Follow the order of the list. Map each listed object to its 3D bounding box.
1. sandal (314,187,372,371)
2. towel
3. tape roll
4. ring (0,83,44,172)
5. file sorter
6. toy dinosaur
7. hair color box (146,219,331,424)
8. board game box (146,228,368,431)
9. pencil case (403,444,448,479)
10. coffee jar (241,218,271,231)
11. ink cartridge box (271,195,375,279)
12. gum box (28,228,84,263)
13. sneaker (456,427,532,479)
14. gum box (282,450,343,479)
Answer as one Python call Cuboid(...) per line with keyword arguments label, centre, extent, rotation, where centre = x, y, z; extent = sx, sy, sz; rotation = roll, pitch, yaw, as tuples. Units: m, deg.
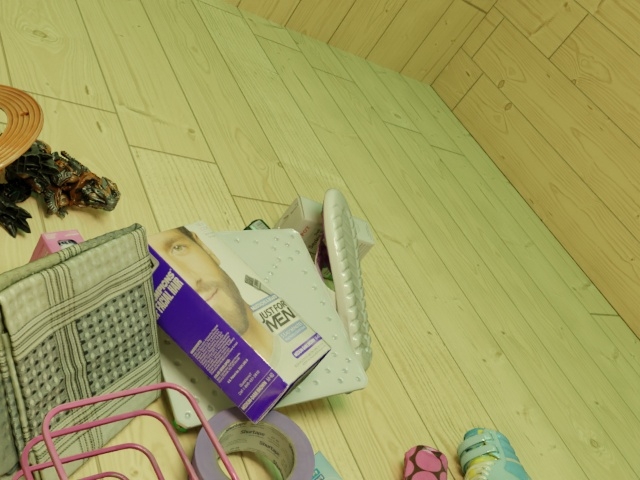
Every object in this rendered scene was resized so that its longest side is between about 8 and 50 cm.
Cuboid(label="sandal", centre=(0.030, 0.087, 1.455), extent=(0.169, 0.102, 0.416), rotation=(24, 56, -70))
Cuboid(label="towel", centre=(-0.335, 0.162, 0.920), extent=(0.056, 0.312, 0.324), rotation=(11, 22, 24))
Cuboid(label="tape roll", centre=(-0.109, 0.357, 1.032), extent=(0.189, 0.080, 0.189), rotation=(12, 34, -8))
Cuboid(label="ring", centre=(-0.644, -0.173, 1.122), extent=(0.336, 0.032, 0.336), rotation=(-1, 42, 1))
Cuboid(label="file sorter", centre=(-0.254, 0.326, 0.765), extent=(0.202, 0.291, 0.182), rotation=(-2, 46, -48))
Cuboid(label="toy dinosaur", centre=(-0.547, -0.123, 1.244), extent=(0.322, 0.164, 0.218), rotation=(6, 24, -10))
Cuboid(label="hair color box", centre=(-0.160, 0.125, 1.122), extent=(0.339, 0.110, 0.185), rotation=(42, 23, 10))
Cuboid(label="board game box", centre=(-0.146, 0.149, 1.261), extent=(0.390, 0.050, 0.390), rotation=(-3, 54, -35))
Cuboid(label="pencil case", centre=(0.184, 0.478, 1.232), extent=(0.098, 0.095, 0.209), rotation=(23, 28, 4))
Cuboid(label="coffee jar", centre=(-0.107, 0.044, 1.494), extent=(0.184, 0.096, 0.079), rotation=(44, 33, 8))
Cuboid(label="ink cartridge box", centre=(0.000, 0.000, 1.609), extent=(0.212, 0.154, 0.093), rotation=(21, 35, -28))
Cuboid(label="gum box", centre=(-0.409, 0.079, 1.026), extent=(0.062, 0.188, 0.107), rotation=(-12, 56, -51))
Cuboid(label="sneaker", centre=(0.316, 0.482, 1.334), extent=(0.319, 0.127, 0.208), rotation=(19, 36, -47))
Cuboid(label="gum box", centre=(0.005, 0.466, 1.096), extent=(0.184, 0.041, 0.157), rotation=(47, 32, 16))
